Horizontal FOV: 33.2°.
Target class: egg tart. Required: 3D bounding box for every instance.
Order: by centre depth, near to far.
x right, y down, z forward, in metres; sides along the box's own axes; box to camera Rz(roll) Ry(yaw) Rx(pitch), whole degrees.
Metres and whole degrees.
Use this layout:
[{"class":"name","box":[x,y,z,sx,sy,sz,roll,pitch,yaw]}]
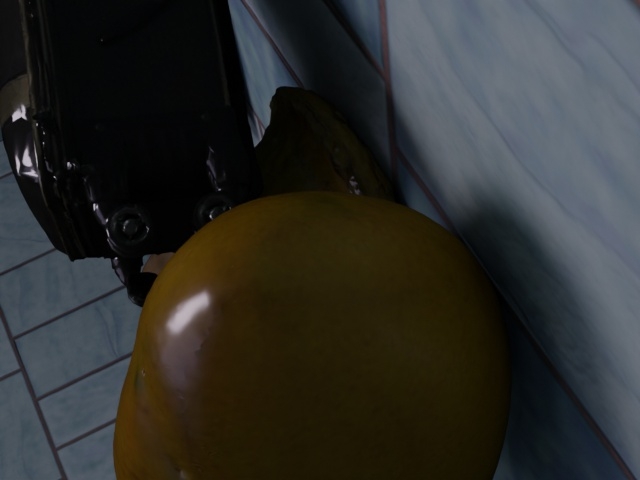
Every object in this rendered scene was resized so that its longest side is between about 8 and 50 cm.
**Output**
[{"class":"egg tart","box":[0.000,0.000,0.989,0.290,0.115,0.290,59,166,24]}]

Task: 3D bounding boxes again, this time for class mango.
[{"class":"mango","box":[-0.009,0.125,0.787,0.445,0.300,0.232,87,170,-52]}]

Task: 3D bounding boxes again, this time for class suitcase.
[{"class":"suitcase","box":[-0.167,-0.175,0.882,0.283,0.194,0.433,118,144,-75]}]

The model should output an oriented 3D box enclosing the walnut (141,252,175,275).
[{"class":"walnut","box":[-0.114,0.076,1.435,0.227,0.273,0.273,-42,71,46]}]
